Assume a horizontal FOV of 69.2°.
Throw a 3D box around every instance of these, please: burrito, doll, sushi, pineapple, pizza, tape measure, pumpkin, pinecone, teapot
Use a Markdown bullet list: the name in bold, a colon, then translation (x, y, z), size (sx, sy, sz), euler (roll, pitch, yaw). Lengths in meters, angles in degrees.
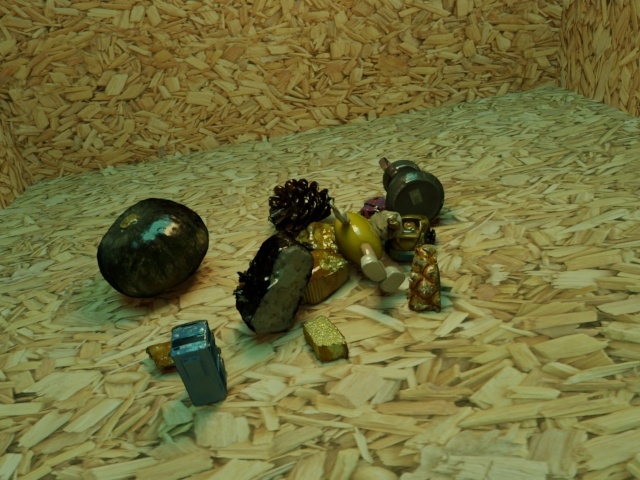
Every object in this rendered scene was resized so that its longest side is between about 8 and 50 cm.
- **burrito**: translation (0.249, -0.058, 1.815), size (0.076, 0.117, 0.392), euler (-1, 3, -5)
- **doll**: translation (0.148, 0.014, 1.712), size (0.161, 0.348, 0.423), euler (-36, 69, 4)
- **sushi**: translation (-0.174, 0.137, 1.555), size (0.234, 0.349, 0.207), euler (18, 11, -42)
- **pineapple**: translation (0.367, 0.129, 1.597), size (0.114, 0.186, 0.237), euler (5, 77, 19)
- **pizza**: translation (-0.458, 0.372, 1.532), size (0.270, 0.056, 0.134), euler (-8, 28, 2)
- **tape measure**: translation (0.254, -0.153, 2.177), size (0.125, 0.074, 0.118), euler (3, 38, 31)
- **pumpkin**: translation (-0.671, 0.033, 1.891), size (0.454, 0.344, 0.455), euler (-19, 35, 14)
- **pinecone**: translation (-0.106, -0.161, 2.126), size (0.298, 0.242, 0.295), euler (-22, -6, 30)
- **teapot**: translation (0.383, -0.240, 2.091), size (0.253, 0.300, 0.344), euler (-43, 19, 15)

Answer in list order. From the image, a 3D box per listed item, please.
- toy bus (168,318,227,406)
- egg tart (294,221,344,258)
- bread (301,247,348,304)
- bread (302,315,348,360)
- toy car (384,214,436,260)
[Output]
- **toy bus**: translation (-0.350, 0.357, 1.347), size (0.116, 0.234, 0.134), euler (-13, 32, -4)
- **egg tart**: translation (0.000, 0.000, 1.956), size (0.296, 0.132, 0.297), euler (-6, 36, 4)
- **bread**: translation (-0.016, 0.126, 1.735), size (0.250, 0.133, 0.179), euler (-26, 29, -26)
- **bread**: translation (0.013, 0.312, 1.480), size (0.103, 0.066, 0.187), euler (-15, 31, -18)
- **toy car**: translation (0.358, -0.029, 1.861), size (0.200, 0.143, 0.248), euler (-1, 32, 16)
